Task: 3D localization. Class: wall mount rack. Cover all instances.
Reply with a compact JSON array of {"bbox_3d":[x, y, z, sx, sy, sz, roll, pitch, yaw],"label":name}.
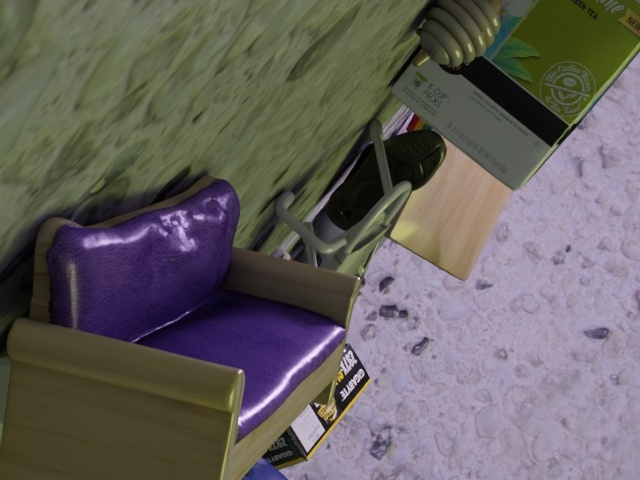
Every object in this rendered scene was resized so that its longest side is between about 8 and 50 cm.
[{"bbox_3d":[0.000,0.000,1.582,0.350,0.130,0.304,-54,170,35],"label":"wall mount rack"}]

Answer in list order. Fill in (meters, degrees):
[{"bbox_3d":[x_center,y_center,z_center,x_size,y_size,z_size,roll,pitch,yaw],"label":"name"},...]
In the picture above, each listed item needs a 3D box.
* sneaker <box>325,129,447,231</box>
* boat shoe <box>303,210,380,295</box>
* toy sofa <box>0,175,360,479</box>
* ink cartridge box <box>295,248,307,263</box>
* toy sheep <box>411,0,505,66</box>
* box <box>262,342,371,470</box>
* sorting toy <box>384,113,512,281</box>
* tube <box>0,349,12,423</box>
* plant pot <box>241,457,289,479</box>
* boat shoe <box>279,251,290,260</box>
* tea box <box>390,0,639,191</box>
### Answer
[{"bbox_3d":[0.103,-0.110,1.734,0.227,0.087,0.130,-42,-167,46],"label":"sneaker"},{"bbox_3d":[0.022,0.067,1.976,0.102,0.108,0.301,4,127,-27],"label":"boat shoe"},{"bbox_3d":[-0.080,0.066,0.897,0.362,0.150,0.177,-29,132,-74],"label":"toy sofa"},{"bbox_3d":[-0.009,0.054,2.171,0.189,0.066,0.232,-54,169,31],"label":"ink cartridge box"},{"bbox_3d":[0.157,-0.242,1.410,0.132,0.091,0.091,-45,174,-5],"label":"toy sheep"},{"bbox_3d":[-0.110,0.286,1.869,0.322,0.079,0.257,-24,-169,30],"label":"box"},{"bbox_3d":[0.208,-0.094,2.045,0.255,0.089,0.257,28,88,-50],"label":"sorting toy"},{"bbox_3d":[-0.176,0.065,0.958,0.070,0.062,0.240,-9,-161,23],"label":"tube"},{"bbox_3d":[-0.204,0.308,1.346,0.236,0.212,0.236,-53,163,25],"label":"plant pot"},{"bbox_3d":[-0.066,0.127,1.878,0.127,0.113,0.340,-48,174,-29],"label":"boat shoe"},{"bbox_3d":[0.301,-0.269,1.655,0.323,0.220,0.329,-53,174,18],"label":"tea box"}]
